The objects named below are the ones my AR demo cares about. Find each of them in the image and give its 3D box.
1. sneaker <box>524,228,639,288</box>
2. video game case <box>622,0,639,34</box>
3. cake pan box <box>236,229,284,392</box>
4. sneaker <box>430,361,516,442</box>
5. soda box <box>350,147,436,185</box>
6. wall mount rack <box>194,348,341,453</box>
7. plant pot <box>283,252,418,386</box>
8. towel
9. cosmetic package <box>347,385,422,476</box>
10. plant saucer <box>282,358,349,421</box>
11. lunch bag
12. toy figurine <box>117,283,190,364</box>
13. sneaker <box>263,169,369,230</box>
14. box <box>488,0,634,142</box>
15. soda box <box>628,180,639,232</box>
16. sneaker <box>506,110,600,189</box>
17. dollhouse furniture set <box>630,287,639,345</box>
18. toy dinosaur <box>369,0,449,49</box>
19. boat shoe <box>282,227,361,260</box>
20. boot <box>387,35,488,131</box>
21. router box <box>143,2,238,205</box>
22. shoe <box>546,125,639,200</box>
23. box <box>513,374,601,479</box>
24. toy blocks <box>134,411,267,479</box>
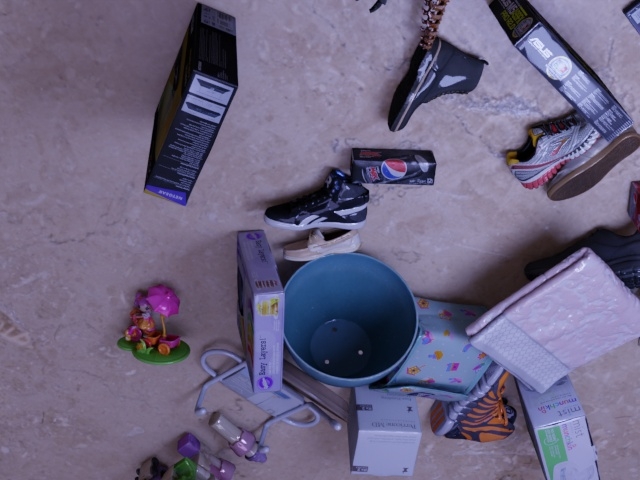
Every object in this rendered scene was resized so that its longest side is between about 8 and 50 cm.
[{"bbox_3d":[0.586,0.043,1.874,0.286,0.130,0.109,-7,149,26],"label":"sneaker"},{"bbox_3d":[0.727,-0.399,1.634,0.196,0.026,0.274,-39,118,20],"label":"video game case"},{"bbox_3d":[-0.128,0.141,1.805,0.070,0.267,0.245,-2,121,-13],"label":"cake pan box"},{"bbox_3d":[0.410,0.371,2.081,0.180,0.124,0.321,16,132,-18],"label":"sneaker"},{"bbox_3d":[0.146,-0.149,1.748,0.169,0.060,0.053,1,122,-3],"label":"soda box"},{"bbox_3d":[-0.118,0.374,2.006,0.350,0.130,0.304,37,134,-23],"label":"wall mount rack"},{"bbox_3d":[0.051,0.197,1.870,0.290,0.290,0.195,2,151,-4],"label":"plant pot"},{"bbox_3d":[0.513,0.183,1.837,0.317,0.053,0.332,-37,133,19],"label":"towel"},{"bbox_3d":[0.147,0.443,2.063,0.151,0.183,0.151,3,123,-5],"label":"cosmetic package"},{"bbox_3d":[-0.045,0.320,1.954,0.278,0.278,0.041,39,78,-24],"label":"plant saucer"},{"bbox_3d":[0.250,0.270,1.968,0.223,0.160,0.262,10,127,-22],"label":"lunch bag"},{"bbox_3d":[-0.372,0.172,1.925,0.173,0.130,0.159,12,111,19],"label":"toy figurine"},{"bbox_3d":[-0.007,-0.090,1.776,0.217,0.079,0.121,-1,120,-12],"label":"sneaker"},{"bbox_3d":[0.429,-0.321,1.556,0.270,0.216,0.060,38,114,-23],"label":"box"},{"bbox_3d":[0.788,-0.078,1.806,0.263,0.092,0.083,-5,124,1],"label":"soda box"},{"bbox_3d":[0.467,-0.199,1.715,0.093,0.088,0.225,37,114,-22],"label":"sneaker"},{"bbox_3d":[0.704,0.128,1.960,0.161,0.101,0.182,15,125,17],"label":"dollhouse furniture set"},{"bbox_3d":[0.165,-0.489,1.482,0.218,0.164,0.322,-18,101,-10],"label":"toy dinosaur"},{"bbox_3d":[0.000,0.000,1.843,0.170,0.063,0.059,-11,118,-3],"label":"boat shoe"},{"bbox_3d":[0.224,-0.280,1.662,0.137,0.077,0.198,16,122,-19],"label":"boot"},{"bbox_3d":[-0.225,-0.245,1.519,0.081,0.309,0.243,18,120,-18],"label":"router box"},{"bbox_3d":[0.552,-0.160,1.770,0.219,0.058,0.076,-39,137,25],"label":"shoe"},{"bbox_3d":[0.560,0.437,2.052,0.127,0.231,0.262,-16,123,8],"label":"box"},{"bbox_3d":[-0.265,0.640,2.113,0.309,0.288,0.260,-37,116,17],"label":"toy blocks"}]
